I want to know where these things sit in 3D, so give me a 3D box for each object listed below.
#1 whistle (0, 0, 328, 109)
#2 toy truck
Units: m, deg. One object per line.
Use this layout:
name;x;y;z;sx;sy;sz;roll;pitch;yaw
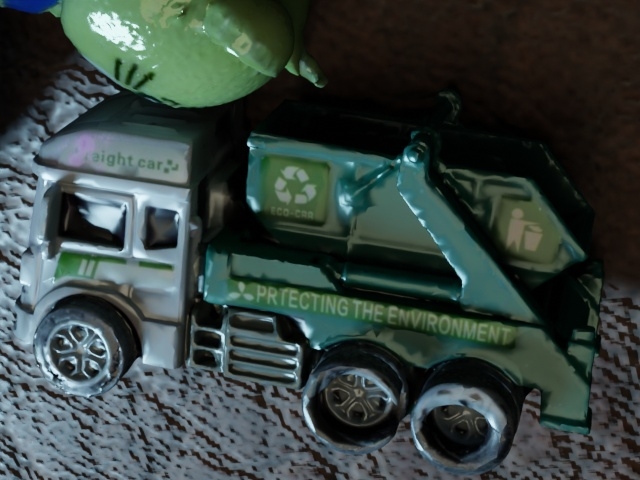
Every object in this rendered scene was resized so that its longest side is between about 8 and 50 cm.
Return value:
whistle;-0.092;-0.116;0.491;0.227;0.105;0.085;33;98;-6
toy truck;0.000;0.000;0.540;0.216;0.110;0.116;10;111;11
